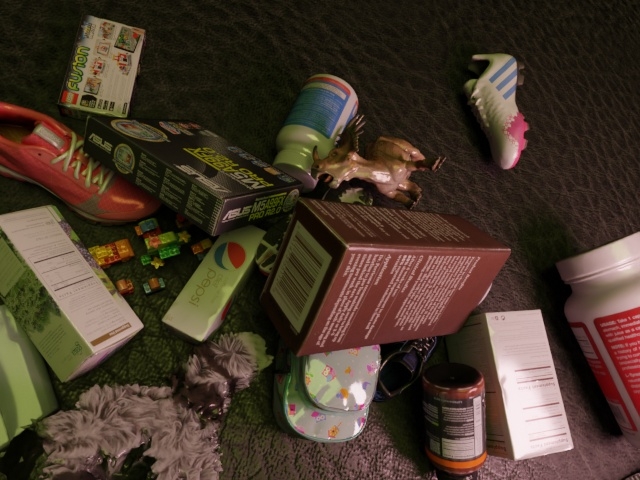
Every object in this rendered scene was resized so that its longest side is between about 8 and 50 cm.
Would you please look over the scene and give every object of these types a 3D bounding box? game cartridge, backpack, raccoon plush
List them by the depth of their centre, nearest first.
[{"bbox_3d":[-0.524,0.222,0.589,0.298,0.062,0.198,-21,75,-25],"label":"game cartridge"},{"bbox_3d":[-0.247,0.339,0.621,0.216,0.299,0.447,48,29,18],"label":"raccoon plush"},{"bbox_3d":[0.008,0.230,0.734,0.166,0.144,0.188,16,71,-20],"label":"backpack"}]

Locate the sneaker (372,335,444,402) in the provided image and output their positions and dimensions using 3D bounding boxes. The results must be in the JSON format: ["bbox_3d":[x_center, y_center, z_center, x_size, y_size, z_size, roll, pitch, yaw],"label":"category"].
[{"bbox_3d":[0.168,0.209,0.826,0.232,0.090,0.081,-40,88,-27],"label":"sneaker"}]

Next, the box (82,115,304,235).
[{"bbox_3d":[-0.191,-0.115,0.714,0.270,0.060,0.216,31,24,19],"label":"box"}]

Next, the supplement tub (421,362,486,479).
[{"bbox_3d":[0.231,0.321,0.779,0.106,0.106,0.197,-9,101,-23],"label":"supplement tub"}]

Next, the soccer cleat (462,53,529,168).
[{"bbox_3d":[0.419,-0.322,1.111,0.143,0.116,0.330,9,66,0],"label":"soccer cleat"}]

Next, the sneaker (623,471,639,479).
[{"bbox_3d":[0.639,0.575,0.874,0.282,0.102,0.160,-25,88,-19],"label":"sneaker"}]

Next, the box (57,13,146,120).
[{"bbox_3d":[-0.399,-0.315,0.835,0.114,0.036,0.206,9,69,-17],"label":"box"}]

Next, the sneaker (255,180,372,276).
[{"bbox_3d":[0.000,0.000,0.821,0.107,0.118,0.279,37,50,23],"label":"sneaker"}]

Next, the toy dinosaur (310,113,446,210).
[{"bbox_3d":[0.119,-0.157,0.864,0.200,0.127,0.296,32,23,11],"label":"toy dinosaur"}]

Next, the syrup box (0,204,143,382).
[{"bbox_3d":[-0.379,0.074,0.654,0.236,0.093,0.096,51,26,2],"label":"syrup box"}]

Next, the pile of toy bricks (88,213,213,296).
[{"bbox_3d":[-0.260,0.011,0.731,0.212,0.105,0.118,-22,80,-25],"label":"pile of toy bricks"}]

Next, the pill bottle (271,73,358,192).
[{"bbox_3d":[-0.015,-0.209,0.890,0.124,0.124,0.221,27,64,-9],"label":"pill bottle"}]

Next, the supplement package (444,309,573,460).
[{"bbox_3d":[0.341,0.263,0.844,0.134,0.139,0.243,0,73,-21],"label":"supplement package"}]

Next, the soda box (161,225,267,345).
[{"bbox_3d":[-0.169,0.068,0.758,0.074,0.069,0.216,27,63,4],"label":"soda box"}]

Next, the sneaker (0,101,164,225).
[{"bbox_3d":[-0.402,-0.120,0.709,0.314,0.136,0.115,23,66,-11],"label":"sneaker"}]

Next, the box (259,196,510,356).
[{"bbox_3d":[0.115,0.054,0.732,0.382,0.191,0.143,4,30,-37],"label":"box"}]

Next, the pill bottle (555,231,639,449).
[{"bbox_3d":[0.666,0.200,0.935,0.229,0.229,0.407,-16,78,-24],"label":"pill bottle"}]
